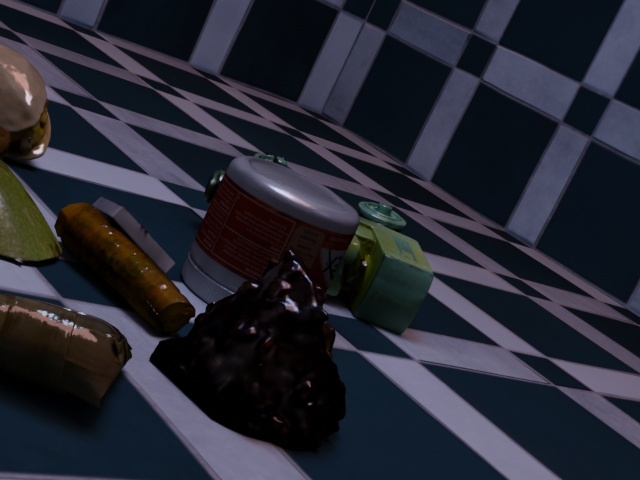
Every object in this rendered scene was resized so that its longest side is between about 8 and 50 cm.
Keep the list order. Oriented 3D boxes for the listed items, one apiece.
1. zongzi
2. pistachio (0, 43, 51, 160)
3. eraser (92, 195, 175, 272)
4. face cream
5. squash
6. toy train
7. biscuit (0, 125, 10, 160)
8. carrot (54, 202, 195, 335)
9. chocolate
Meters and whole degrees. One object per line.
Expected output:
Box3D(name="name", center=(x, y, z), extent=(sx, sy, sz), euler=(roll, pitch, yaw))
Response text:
Box3D(name="zongzi", center=(-0.263, 0.093, 1.125), extent=(0.160, 0.078, 0.176), euler=(24, 2, -6))
Box3D(name="pistachio", center=(-0.502, -0.217, 1.797), extent=(0.229, 0.157, 0.157), euler=(42, 18, 27))
Box3D(name="eraser", center=(-0.248, -0.009, 1.534), extent=(0.104, 0.023, 0.150), euler=(49, -11, -20))
Box3D(name="face cream", center=(-0.069, 0.004, 1.624), extent=(0.201, 0.187, 0.201), euler=(25, 12, -5))
Box3D(name="squash", center=(-0.393, -0.049, 1.426), extent=(0.184, 0.085, 0.192), euler=(26, 13, 6))
Box3D(name="toy train", center=(0.000, 0.000, 1.895), extent=(0.397, 0.160, 0.253), euler=(22, 19, -17))
Box3D(name="biscuit", center=(-0.589, -0.166, 1.557), extent=(0.359, 0.074, 0.381), euler=(19, 16, -24))
Box3D(name="carrot", center=(-0.246, 0.033, 1.437), extent=(0.260, 0.070, 0.070), euler=(38, 16, 36))
Box3D(name="chocolate", center=(-0.041, 0.102, 1.292), extent=(0.206, 0.177, 0.224), euler=(12, 20, -49))
